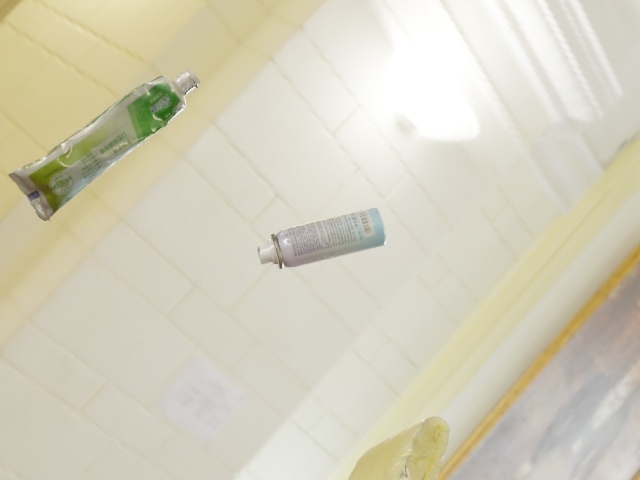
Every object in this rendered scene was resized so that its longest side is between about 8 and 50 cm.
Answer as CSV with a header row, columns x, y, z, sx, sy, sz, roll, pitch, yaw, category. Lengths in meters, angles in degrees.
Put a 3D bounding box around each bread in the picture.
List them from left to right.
x,y,z,sx,sy,sz,roll,pitch,yaw,category
0.103,0.334,1.542,0.060,0.139,0.178,38,-45,-10,bread

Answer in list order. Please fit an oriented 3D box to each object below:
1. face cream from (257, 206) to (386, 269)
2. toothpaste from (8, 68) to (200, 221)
x,y,z,sx,sy,sz,roll,pitch,yaw,category
0.000,0.000,1.928,0.075,0.230,0.075,167,-90,-84,face cream
-0.243,-0.122,1.246,0.047,0.248,0.078,34,-21,49,toothpaste
